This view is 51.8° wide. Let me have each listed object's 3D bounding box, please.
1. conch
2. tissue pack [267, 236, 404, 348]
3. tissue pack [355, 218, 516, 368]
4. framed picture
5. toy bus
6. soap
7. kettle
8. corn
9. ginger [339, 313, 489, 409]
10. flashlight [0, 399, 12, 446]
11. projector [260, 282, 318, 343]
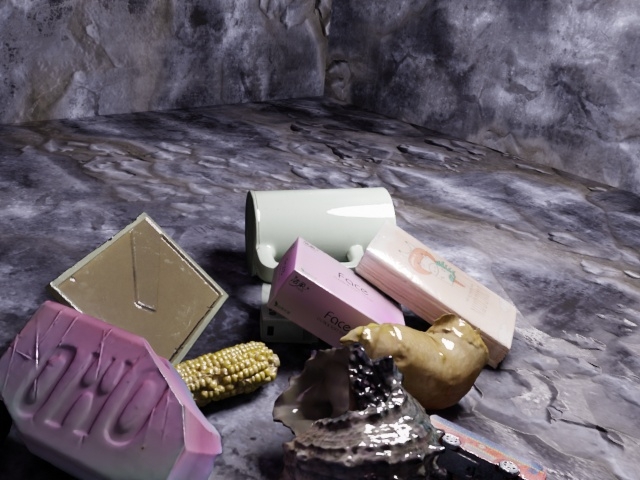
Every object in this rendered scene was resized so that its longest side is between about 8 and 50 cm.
[{"bbox_3d":[0.037,0.273,0.902,0.240,0.186,0.313,-16,33,-18],"label":"conch"},{"bbox_3d":[0.033,0.117,1.196,0.246,0.092,0.149,33,21,-13],"label":"tissue pack"},{"bbox_3d":[0.231,0.097,1.290,0.325,0.071,0.170,34,29,5],"label":"tissue pack"},{"bbox_3d":[-0.312,0.096,1.196,0.247,0.022,0.335,46,24,-9],"label":"framed picture"},{"bbox_3d":[0.227,0.319,0.947,0.192,0.065,0.077,20,20,29],"label":"toy bus"},{"bbox_3d":[-0.288,0.225,0.893,0.323,0.109,0.193,18,63,22],"label":"soap"},{"bbox_3d":[-0.003,0.005,1.474,0.317,0.205,0.265,0,60,-13],"label":"kettle"},{"bbox_3d":[-0.191,0.226,1.041,0.288,0.087,0.086,-13,30,-31],"label":"corn"},{"bbox_3d":[0.151,0.200,1.077,0.267,0.152,0.138,4,-16,-26],"label":"ginger"},{"bbox_3d":[-0.453,0.290,0.843,0.092,0.093,0.232,-1,19,-15],"label":"flashlight"},{"bbox_3d":[-0.060,0.142,1.285,0.115,0.061,0.147,2,24,-5],"label":"projector"}]
